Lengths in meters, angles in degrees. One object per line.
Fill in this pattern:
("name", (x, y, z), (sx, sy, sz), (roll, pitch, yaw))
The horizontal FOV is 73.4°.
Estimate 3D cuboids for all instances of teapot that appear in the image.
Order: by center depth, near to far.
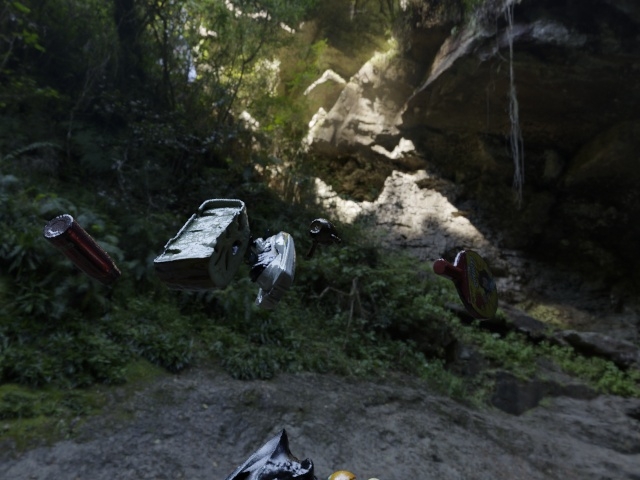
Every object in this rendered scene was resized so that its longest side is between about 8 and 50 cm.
("teapot", (0.000, 0.000, 1.127), (0.085, 0.110, 0.080), (36, -1, 38))

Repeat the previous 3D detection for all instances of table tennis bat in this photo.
("table tennis bat", (0.410, 0.113, 1.190), (0.038, 0.200, 0.310), (-21, -32, 40))

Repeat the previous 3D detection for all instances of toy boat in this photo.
("toy boat", (-0.136, 0.058, 1.150), (0.140, 0.269, 0.141), (-6, -57, -9))

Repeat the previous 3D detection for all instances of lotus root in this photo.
("lotus root", (-0.236, 0.016, 0.910), (0.119, 0.235, 0.138), (5, -47, 13))

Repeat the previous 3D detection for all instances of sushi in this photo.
("sushi", (-0.057, 0.511, 0.730), (0.212, 0.215, 0.227), (9, -51, 60))

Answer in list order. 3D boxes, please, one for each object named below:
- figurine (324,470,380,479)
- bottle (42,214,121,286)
("figurine", (0.101, 0.781, 1.253), (0.124, 0.222, 0.324), (-18, -44, -40))
("bottle", (-0.437, 0.025, 0.804), (0.060, 0.060, 0.164), (2, -38, 17))
